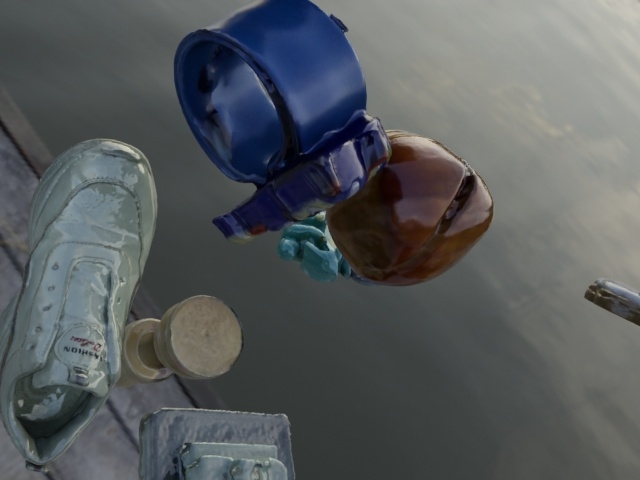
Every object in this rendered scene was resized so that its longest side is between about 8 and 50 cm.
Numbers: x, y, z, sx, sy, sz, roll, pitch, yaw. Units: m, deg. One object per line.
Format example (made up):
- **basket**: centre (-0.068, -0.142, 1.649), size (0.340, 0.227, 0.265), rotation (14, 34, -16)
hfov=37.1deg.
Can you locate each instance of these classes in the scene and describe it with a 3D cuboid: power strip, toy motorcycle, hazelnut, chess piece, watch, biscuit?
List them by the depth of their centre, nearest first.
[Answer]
- **watch**: centre (-0.038, -0.120, 0.868), size (0.171, 0.196, 0.200), rotation (-36, 94, -41)
- **power strip**: centre (-0.093, 0.277, 1.038), size (0.213, 0.064, 0.198), rotation (10, 65, -43)
- **hazelnut**: centre (0.096, -0.030, 1.041), size (0.182, 0.182, 0.182), rotation (26, 37, -22)
- **biscuit**: centre (0.472, 0.107, 1.310), size (0.208, 0.049, 0.181), rotation (27, 7, 31)
- **chess piece**: centre (-0.262, 0.170, 1.467), size (0.117, 0.397, 0.117), rotation (9, 73, -32)
- **toy motorcycle**: centre (-0.001, -0.001, 1.798), size (0.198, 0.109, 0.296), rotation (-2, 35, -23)

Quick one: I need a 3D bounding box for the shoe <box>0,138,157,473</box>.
- **shoe**: centre (-0.246, 0.074, 0.980), size (0.132, 0.342, 0.210), rotation (15, 23, -28)
